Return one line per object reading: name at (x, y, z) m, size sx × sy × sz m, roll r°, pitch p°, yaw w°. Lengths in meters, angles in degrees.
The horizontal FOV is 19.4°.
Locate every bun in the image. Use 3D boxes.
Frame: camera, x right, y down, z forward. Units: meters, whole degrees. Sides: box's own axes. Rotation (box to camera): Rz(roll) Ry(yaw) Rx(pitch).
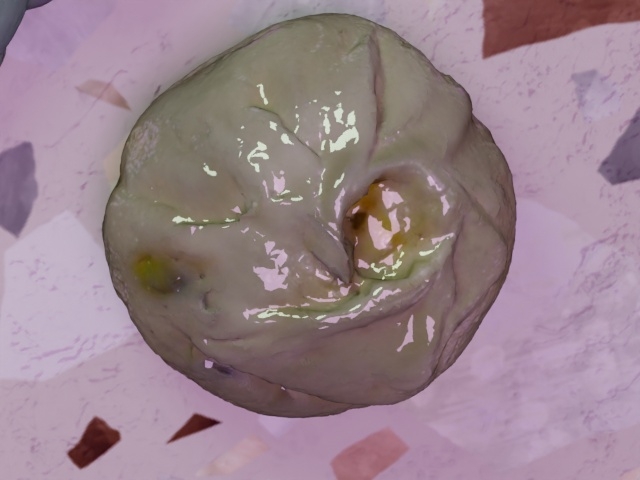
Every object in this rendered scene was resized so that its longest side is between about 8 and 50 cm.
bun at (0.000, 0.000, 1.595) m, size 0.365 × 0.219 × 0.365 m, roll -3°, pitch 109°, yaw -8°

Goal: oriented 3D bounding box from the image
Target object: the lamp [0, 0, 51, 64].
lamp at (-0.254, -0.249, 1.434) m, size 0.247 × 0.247 × 0.301 m, roll 38°, pitch 102°, yaw -27°
